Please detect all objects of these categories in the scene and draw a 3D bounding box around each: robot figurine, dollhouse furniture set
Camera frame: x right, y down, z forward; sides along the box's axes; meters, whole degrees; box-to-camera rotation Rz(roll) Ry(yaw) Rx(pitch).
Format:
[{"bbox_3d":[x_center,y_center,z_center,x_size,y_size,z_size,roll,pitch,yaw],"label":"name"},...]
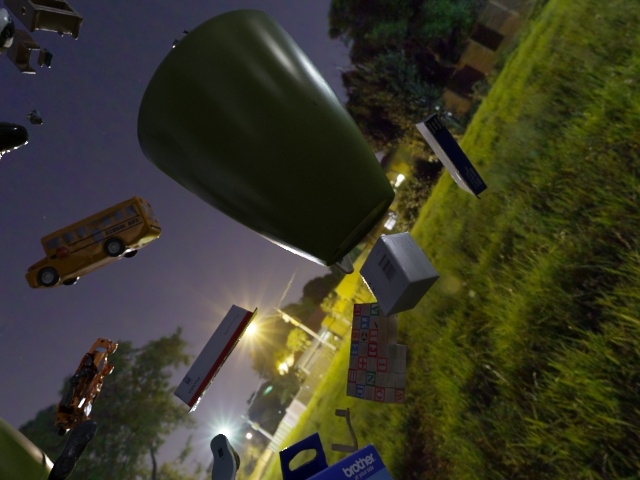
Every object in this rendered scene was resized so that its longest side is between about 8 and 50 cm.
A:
[{"bbox_3d":[-0.734,0.457,1.324,0.291,0.085,0.211,-98,26,-60],"label":"robot figurine"},{"bbox_3d":[-0.773,-0.576,1.158,0.184,0.129,0.129,-50,-11,31],"label":"dollhouse furniture set"}]

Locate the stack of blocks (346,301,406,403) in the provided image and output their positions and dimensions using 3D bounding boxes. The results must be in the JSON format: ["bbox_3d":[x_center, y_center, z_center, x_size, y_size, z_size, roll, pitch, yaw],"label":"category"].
[{"bbox_3d":[0.180,0.349,1.338,0.171,0.087,0.297,-15,64,51],"label":"stack of blocks"}]

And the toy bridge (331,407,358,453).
[{"bbox_3d":[0.059,0.508,1.032,0.026,0.063,0.188,55,-143,-53],"label":"toy bridge"}]

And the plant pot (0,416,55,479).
[{"bbox_3d":[-0.902,0.565,1.021,0.366,0.366,0.353,-45,-50,-52],"label":"plant pot"}]

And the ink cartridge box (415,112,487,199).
[{"bbox_3d":[0.326,-0.214,1.048,0.045,0.223,0.224,-36,8,15],"label":"ink cartridge box"}]

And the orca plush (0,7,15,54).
[{"bbox_3d":[-0.596,-0.272,0.668,0.287,0.151,0.102,-82,-9,-46],"label":"orca plush"}]

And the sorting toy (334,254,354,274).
[{"bbox_3d":[0.000,0.000,1.145,0.038,0.208,0.193,-53,10,10],"label":"sorting toy"}]

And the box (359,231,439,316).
[{"bbox_3d":[0.233,0.101,1.282,0.119,0.181,0.182,-9,-38,-28],"label":"box"}]

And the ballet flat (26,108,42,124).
[{"bbox_3d":[-0.880,-0.379,1.294,0.041,0.114,0.041,-17,-58,-29],"label":"ballet flat"}]

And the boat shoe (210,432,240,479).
[{"bbox_3d":[-0.239,0.592,1.102,0.065,0.083,0.183,-30,23,-8],"label":"boat shoe"}]

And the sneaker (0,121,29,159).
[{"bbox_3d":[-0.979,-0.217,1.183,0.341,0.140,0.125,-39,0,-33],"label":"sneaker"}]

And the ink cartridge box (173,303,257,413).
[{"bbox_3d":[-0.308,0.326,1.224,0.308,0.091,0.385,-58,0,-20],"label":"ink cartridge box"}]

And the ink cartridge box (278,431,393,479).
[{"bbox_3d":[0.042,0.549,0.725,0.270,0.395,0.151,-5,-42,-42],"label":"ink cartridge box"}]

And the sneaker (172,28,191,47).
[{"bbox_3d":[-0.483,-0.738,1.712,0.095,0.235,0.090,-56,14,-20],"label":"sneaker"}]

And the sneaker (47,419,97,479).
[{"bbox_3d":[-0.601,0.520,1.003,0.089,0.051,0.170,-51,15,26],"label":"sneaker"}]

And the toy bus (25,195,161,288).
[{"bbox_3d":[-0.603,0.012,1.120,0.332,0.130,0.108,-25,-2,-5],"label":"toy bus"}]

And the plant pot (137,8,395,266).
[{"bbox_3d":[-0.046,-0.112,0.598,0.275,0.293,0.275,-45,-11,-11],"label":"plant pot"}]
